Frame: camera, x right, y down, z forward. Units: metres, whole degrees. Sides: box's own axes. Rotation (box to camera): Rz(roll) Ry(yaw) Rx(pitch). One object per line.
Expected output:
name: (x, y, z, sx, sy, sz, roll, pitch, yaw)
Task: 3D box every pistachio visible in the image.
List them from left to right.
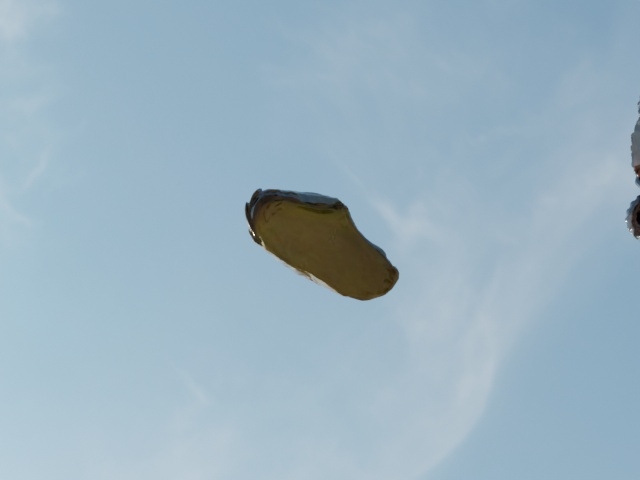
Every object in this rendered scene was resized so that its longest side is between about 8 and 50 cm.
pistachio: (0.000, 0.000, 1.070, 0.172, 0.049, 0.090, 31, -108, -10)

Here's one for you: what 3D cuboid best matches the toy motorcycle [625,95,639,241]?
toy motorcycle: (0.432, -0.098, 1.265, 0.084, 0.118, 0.213, 31, -115, -53)
